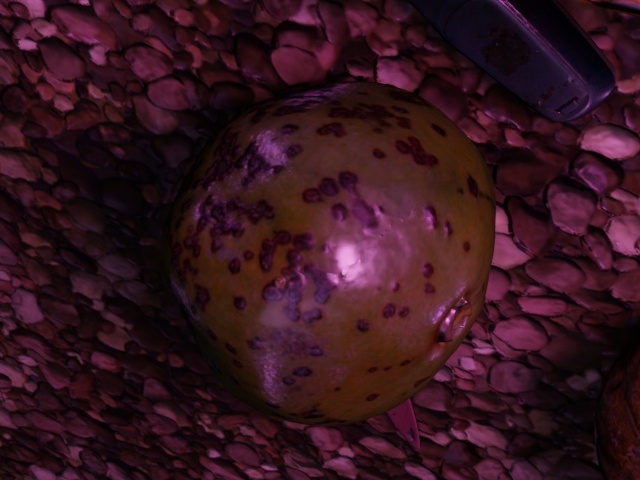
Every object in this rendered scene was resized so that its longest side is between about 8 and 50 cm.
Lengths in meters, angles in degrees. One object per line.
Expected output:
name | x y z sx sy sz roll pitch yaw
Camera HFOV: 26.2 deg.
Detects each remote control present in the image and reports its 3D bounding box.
remote control | 0.102 -0.156 0.895 0.222 0.042 0.072 39 137 -14

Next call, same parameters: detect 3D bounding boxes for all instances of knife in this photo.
knife | 0.055 0.114 1.241 0.035 0.018 0.247 2 136 24

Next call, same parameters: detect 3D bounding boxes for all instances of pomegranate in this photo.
pomegranate | 0.000 0.000 0.983 0.270 0.254 0.254 28 149 40

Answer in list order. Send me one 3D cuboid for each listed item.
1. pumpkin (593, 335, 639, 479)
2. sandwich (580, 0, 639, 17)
pumpkin | 0.332 0.171 1.011 0.260 0.189 0.260 14 138 13
sandwich | 0.194 -0.148 0.704 0.226 0.251 0.087 21 105 10
